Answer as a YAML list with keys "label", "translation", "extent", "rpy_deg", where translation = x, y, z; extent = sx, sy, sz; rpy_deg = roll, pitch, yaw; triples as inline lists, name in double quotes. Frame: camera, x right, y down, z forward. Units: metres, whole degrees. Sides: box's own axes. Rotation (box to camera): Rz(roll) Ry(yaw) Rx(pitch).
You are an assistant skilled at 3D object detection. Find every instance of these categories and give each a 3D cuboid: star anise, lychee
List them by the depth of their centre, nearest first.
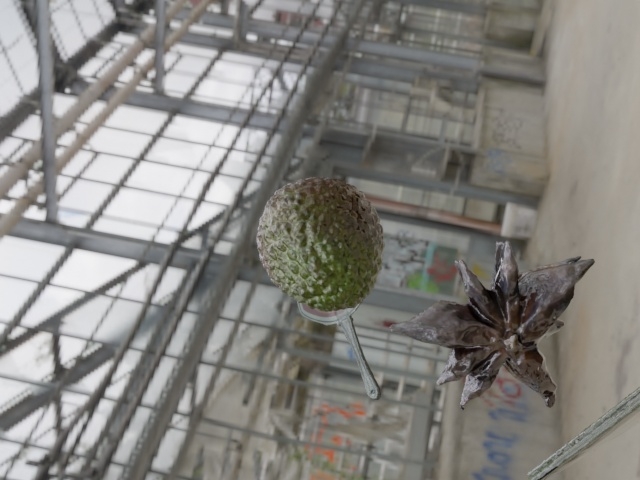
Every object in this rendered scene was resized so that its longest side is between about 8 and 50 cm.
- label: "star anise"
  translation: [0.106, 0.058, 0.632]
  extent: [0.056, 0.129, 0.124]
  rpy_deg: [-120, 38, -65]
- label: "lychee"
  translation: [0.000, 0.000, 0.841]
  extent: [0.146, 0.114, 0.114]
  rpy_deg: [-125, 34, -50]

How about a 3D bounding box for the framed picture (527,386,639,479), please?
- label: "framed picture"
  translation: [0.229, 0.051, 0.516]
  extent: [0.231, 0.010, 0.173]
  rpy_deg: [-17, -27, -37]

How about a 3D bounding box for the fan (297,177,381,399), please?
- label: "fan"
  translation: [0.015, 0.052, 0.944]
  extent: [0.132, 0.009, 0.220]
  rpy_deg: [-36, 69, 49]
